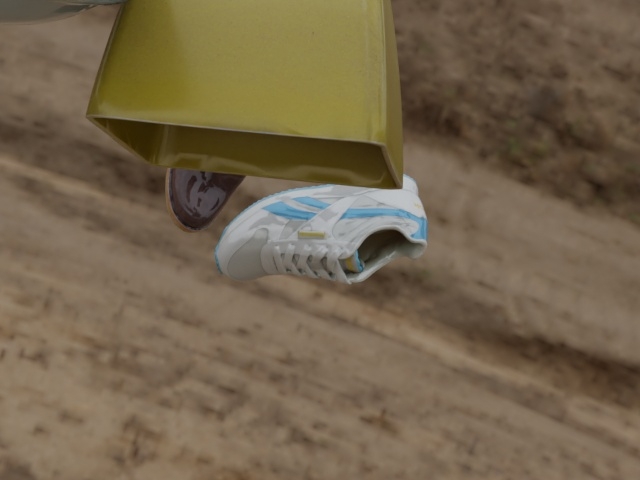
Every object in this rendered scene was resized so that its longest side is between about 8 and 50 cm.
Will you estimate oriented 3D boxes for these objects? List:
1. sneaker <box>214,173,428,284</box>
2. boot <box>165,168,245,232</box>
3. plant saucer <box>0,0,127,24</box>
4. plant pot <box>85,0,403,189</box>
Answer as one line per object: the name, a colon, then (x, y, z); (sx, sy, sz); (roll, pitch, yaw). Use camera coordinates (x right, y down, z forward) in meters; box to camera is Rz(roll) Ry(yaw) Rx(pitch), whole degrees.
sneaker: (0.000, 0.000, 1.698); (0.229, 0.087, 0.092); (-17, 49, 3)
boot: (-0.087, -0.135, 1.939); (0.090, 0.248, 0.207); (32, -26, -21)
plant saucer: (-0.307, -0.231, 1.048); (0.400, 0.100, 0.400); (28, 18, -10)
plant pot: (-0.040, -0.154, 1.219); (0.212, 0.187, 0.212); (5, -6, 7)
